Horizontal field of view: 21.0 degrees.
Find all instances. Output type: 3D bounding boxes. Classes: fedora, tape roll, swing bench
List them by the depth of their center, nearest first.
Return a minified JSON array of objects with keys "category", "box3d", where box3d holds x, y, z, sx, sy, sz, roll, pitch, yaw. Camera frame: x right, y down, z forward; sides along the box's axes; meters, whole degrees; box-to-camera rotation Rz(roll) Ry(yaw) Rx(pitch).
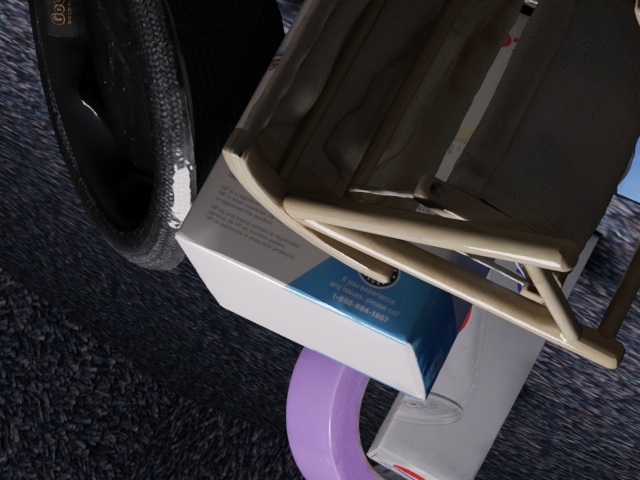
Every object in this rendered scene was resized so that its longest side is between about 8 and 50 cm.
[{"category":"swing bench","box3d":[0.115,-0.094,1.115,0.254,0.253,0.165,20,163,29]},{"category":"fedora","box3d":[-0.120,-0.150,1.408,0.334,0.152,0.334,42,140,49]},{"category":"tape roll","box3d":[0.090,0.207,2.176,0.275,0.275,0.090,39,163,-36]}]

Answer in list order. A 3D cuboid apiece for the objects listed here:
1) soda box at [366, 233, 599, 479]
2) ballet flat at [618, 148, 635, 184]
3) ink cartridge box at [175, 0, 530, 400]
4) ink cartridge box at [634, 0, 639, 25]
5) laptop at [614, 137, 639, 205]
[{"category":"soda box","box3d":[0.155,0.101,1.656,0.098,0.286,0.091,30,166,0]},{"category":"ballet flat","box3d":[0.210,-0.087,1.296,0.074,0.074,0.203,28,151,3]},{"category":"ink cartridge box","box3d":[0.050,-0.052,1.355,0.198,0.270,0.197,25,167,14]},{"category":"ink cartridge box","box3d":[0.311,-0.108,0.928,0.234,0.088,0.193,2,155,28]},{"category":"laptop","box3d":[0.320,0.023,1.370,0.136,0.264,0.234,-11,159,5]}]
